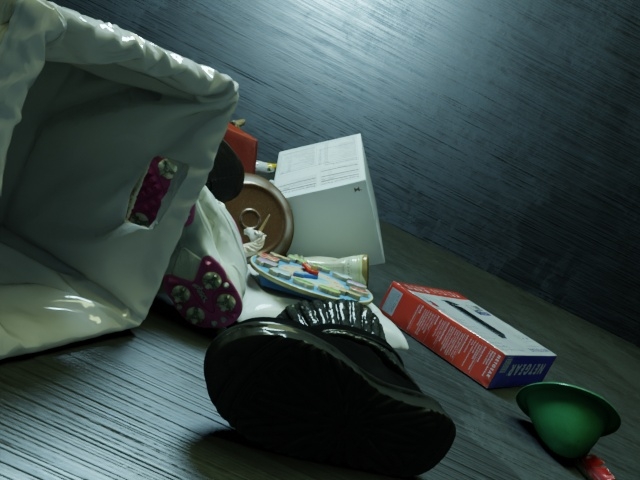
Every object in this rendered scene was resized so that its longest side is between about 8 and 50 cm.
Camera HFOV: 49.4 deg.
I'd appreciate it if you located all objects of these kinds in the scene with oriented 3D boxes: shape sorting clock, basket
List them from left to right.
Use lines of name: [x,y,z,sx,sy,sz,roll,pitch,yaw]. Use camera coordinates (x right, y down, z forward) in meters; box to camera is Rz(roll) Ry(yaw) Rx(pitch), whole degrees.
basket: [-0.311,-0.087,0.720,0.266,0.328,0.331,28,10,19]
shape sorting clock: [-0.014,0.059,1.114,0.206,0.040,0.206,14,9,-2]

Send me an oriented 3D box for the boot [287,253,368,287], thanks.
boot: [0.008,0.081,1.368,0.165,0.077,0.213,1,-23,0]

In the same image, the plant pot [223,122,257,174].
plant pot: [-0.282,-0.150,1.385,0.267,0.235,0.267,17,13,-44]

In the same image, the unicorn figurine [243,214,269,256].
unicorn figurine: [-0.167,0.016,1.212,0.111,0.060,0.162,6,36,22]

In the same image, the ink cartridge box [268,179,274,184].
ink cartridge box: [-0.026,-0.069,1.987,0.197,0.114,0.273,30,11,25]

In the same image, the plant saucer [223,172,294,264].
plant saucer: [-0.136,-0.036,1.303,0.199,0.198,0.036,24,-19,-17]

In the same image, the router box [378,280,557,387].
router box: [0.337,0.212,1.573,0.301,0.082,0.335,33,12,34]

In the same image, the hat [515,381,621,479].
hat: [0.404,0.358,1.167,0.173,0.183,0.208,32,-33,-7]

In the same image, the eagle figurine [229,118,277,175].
eagle figurine: [-0.190,-0.134,1.639,0.225,0.298,0.226,3,15,42]

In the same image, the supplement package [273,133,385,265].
supplement package: [0.018,-0.078,1.511,0.198,0.199,0.262,-12,28,7]

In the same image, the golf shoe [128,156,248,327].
golf shoe: [-0.184,-0.032,0.952,0.115,0.306,0.140,-12,22,17]

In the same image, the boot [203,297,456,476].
boot: [-0.015,0.141,0.854,0.348,0.131,0.260,33,12,-33]

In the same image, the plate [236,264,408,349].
plate: [-0.023,0.097,1.146,0.278,0.045,0.277,11,10,-19]

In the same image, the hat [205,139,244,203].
hat: [-0.260,-0.042,1.067,0.331,0.331,0.133,16,56,-47]
